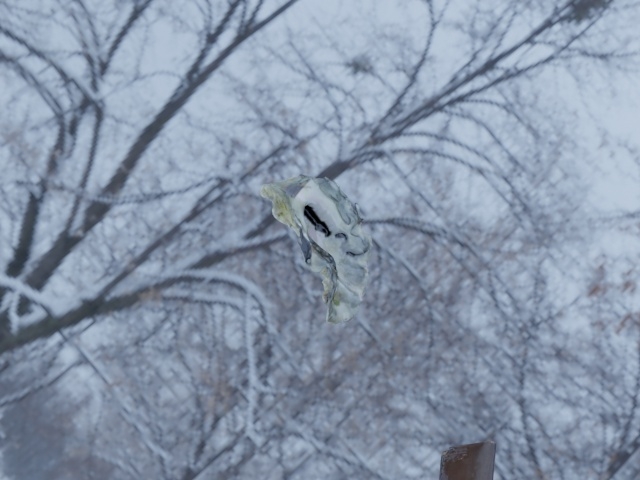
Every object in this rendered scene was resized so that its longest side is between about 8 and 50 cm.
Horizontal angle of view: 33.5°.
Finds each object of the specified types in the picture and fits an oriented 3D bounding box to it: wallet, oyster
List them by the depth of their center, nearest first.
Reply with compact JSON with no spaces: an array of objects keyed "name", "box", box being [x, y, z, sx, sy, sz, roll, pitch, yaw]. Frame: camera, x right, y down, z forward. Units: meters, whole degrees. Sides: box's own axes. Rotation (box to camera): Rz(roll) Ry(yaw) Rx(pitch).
[{"name":"wallet","box":[0.216,0.381,1.598,0.095,0.176,0.026,-16,-52,28]},{"name":"oyster","box":[-0.001,0.001,2.285,0.114,0.238,0.351,-24,-64,39]}]
